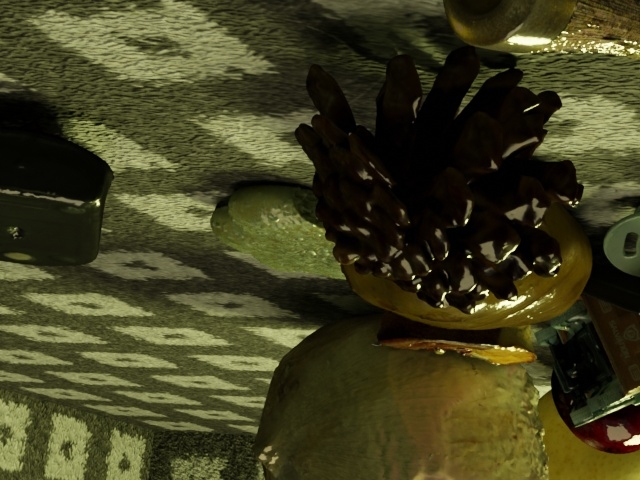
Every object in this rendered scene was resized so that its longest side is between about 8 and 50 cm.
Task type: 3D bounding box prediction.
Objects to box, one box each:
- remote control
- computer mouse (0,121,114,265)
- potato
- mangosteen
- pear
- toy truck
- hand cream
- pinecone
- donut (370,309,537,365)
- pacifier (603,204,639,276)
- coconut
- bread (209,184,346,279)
[{"bbox_3d":[0.303,0.047,1.755,0.063,0.025,0.245,-5,-169,-19],"label":"remote control"},{"bbox_3d":[-0.289,-0.052,1.607,0.170,0.100,0.269,6,163,-10],"label":"computer mouse"},{"bbox_3d":[0.155,0.012,1.607,0.195,0.176,0.369,-42,158,17],"label":"potato"},{"bbox_3d":[0.420,0.202,2.286,0.200,0.200,0.200,6,167,1],"label":"mangosteen"},{"bbox_3d":[0.470,0.364,2.587,0.348,0.348,0.348,6,167,1],"label":"pear"},{"bbox_3d":[0.371,0.122,1.958,0.184,0.133,0.338,-22,169,-4],"label":"toy truck"},{"bbox_3d":[0.174,-0.148,1.049,0.203,0.084,0.084,7,169,-38],"label":"hand cream"},{"bbox_3d":[0.094,-0.050,1.253,0.201,0.202,0.229,-19,143,4],"label":"pinecone"},{"bbox_3d":[0.193,0.105,2.113,0.217,0.085,0.141,14,165,-34],"label":"donut"},{"bbox_3d":[0.352,0.019,1.607,0.150,0.116,0.127,9,142,2],"label":"pacifier"},{"bbox_3d":[0.078,0.281,2.291,0.405,0.404,0.404,6,167,1],"label":"coconut"},{"bbox_3d":[0.000,0.000,1.815,0.286,0.056,0.207,16,162,-32],"label":"bread"}]
